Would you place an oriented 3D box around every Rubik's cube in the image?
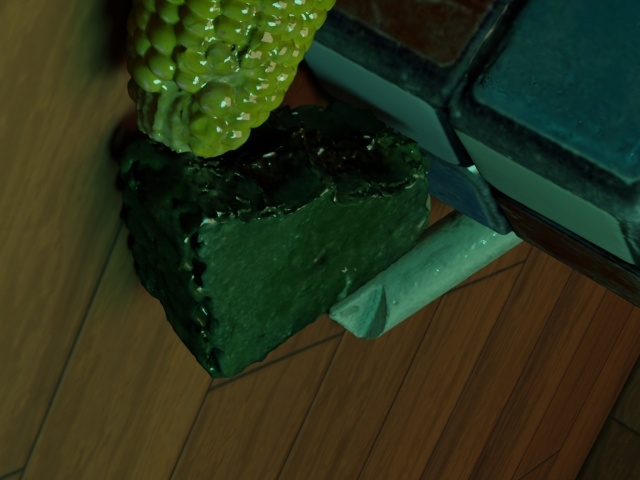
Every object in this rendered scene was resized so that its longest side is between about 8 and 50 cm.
[{"bbox_3d":[0.196,-0.169,1.271,0.318,0.313,0.316,-57,160,-5],"label":"Rubik's cube"}]

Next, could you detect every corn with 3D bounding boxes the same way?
[{"bbox_3d":[-0.023,-0.209,0.972,0.130,0.130,0.347,-19,134,-60],"label":"corn"}]

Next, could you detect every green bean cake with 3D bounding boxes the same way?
[{"bbox_3d":[-0.027,-0.030,1.183,0.208,0.107,0.193,-31,148,-19],"label":"green bean cake"}]

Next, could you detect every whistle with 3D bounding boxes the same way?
[{"bbox_3d":[0.144,-0.008,1.600,0.312,0.062,0.062,-34,163,12],"label":"whistle"}]

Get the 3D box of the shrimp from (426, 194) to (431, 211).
[{"bbox_3d":[-0.001,-0.003,1.427,0.195,0.035,0.148,10,137,-46],"label":"shrimp"}]
